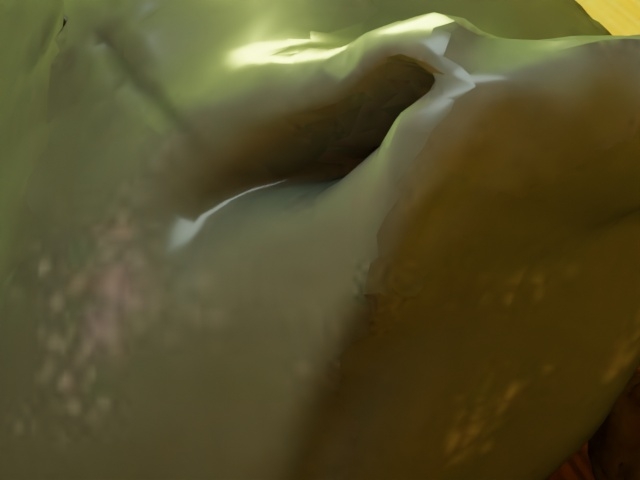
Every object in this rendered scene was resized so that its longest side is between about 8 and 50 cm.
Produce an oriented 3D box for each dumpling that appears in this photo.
[{"bbox_3d":[-0.017,-0.006,0.504,0.320,0.212,0.270,22,60,43],"label":"dumpling"}]

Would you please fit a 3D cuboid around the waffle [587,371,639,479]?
[{"bbox_3d":[0.190,0.050,0.432,0.249,0.056,0.253,-37,30,-15],"label":"waffle"}]
